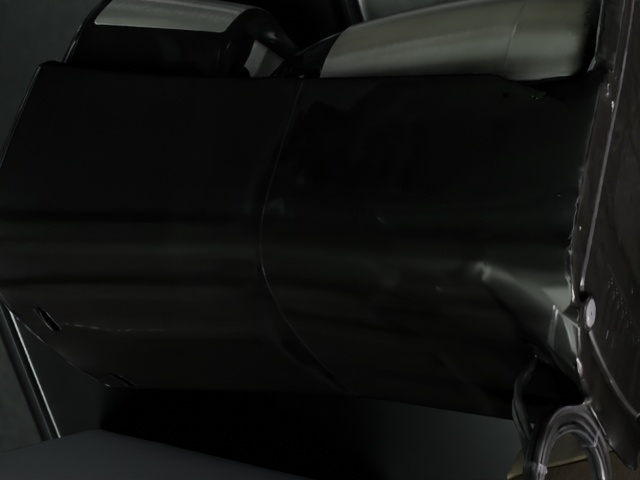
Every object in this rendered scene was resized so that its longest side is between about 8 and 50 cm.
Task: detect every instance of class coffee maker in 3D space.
[{"bbox_3d":[0.000,0.000,0.390,0.178,0.171,0.120,1,127,28],"label":"coffee maker"}]

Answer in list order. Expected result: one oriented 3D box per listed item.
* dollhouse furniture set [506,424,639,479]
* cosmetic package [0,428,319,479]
[{"bbox_3d":[0.064,0.137,0.447,0.184,0.129,0.129,-24,101,33],"label":"dollhouse furniture set"},{"bbox_3d":[-0.092,0.193,0.454,0.138,0.224,0.224,11,94,22],"label":"cosmetic package"}]
